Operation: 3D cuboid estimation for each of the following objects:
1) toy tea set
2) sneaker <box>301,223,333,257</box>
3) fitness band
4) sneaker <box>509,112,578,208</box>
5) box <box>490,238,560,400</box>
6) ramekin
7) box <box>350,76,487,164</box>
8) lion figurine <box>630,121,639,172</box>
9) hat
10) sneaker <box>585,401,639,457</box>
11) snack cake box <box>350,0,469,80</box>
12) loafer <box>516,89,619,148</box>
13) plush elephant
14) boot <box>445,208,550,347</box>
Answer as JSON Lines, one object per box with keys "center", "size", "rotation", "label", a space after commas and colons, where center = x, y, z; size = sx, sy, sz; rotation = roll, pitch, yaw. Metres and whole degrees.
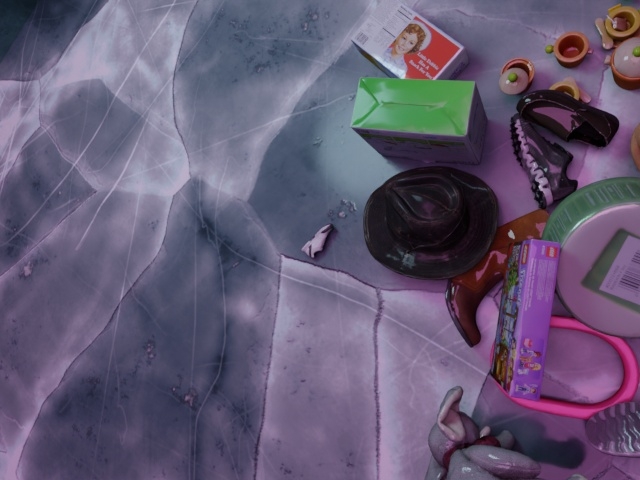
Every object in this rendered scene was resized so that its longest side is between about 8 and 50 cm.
{"center": [0.567, -0.387, 1.193], "size": [0.336, 0.124, 0.200], "rotation": [-23, 74, 19], "label": "toy tea set"}
{"center": [0.000, 0.000, 1.443], "size": [0.044, 0.040, 0.109], "rotation": [45, 105, 6], "label": "sneaker"}
{"center": [0.513, 0.266, 1.162], "size": [0.290, 0.054, 0.209], "rotation": [4, 84, 26], "label": "fitness band"}
{"center": [0.503, -0.190, 1.224], "size": [0.106, 0.078, 0.234], "rotation": [-17, 70, 8], "label": "sneaker"}
{"center": [0.402, 0.148, 1.085], "size": [0.057, 0.201, 0.293], "rotation": [8, 88, 7], "label": "box"}
{"center": [0.588, 0.039, 1.050], "size": [0.303, 0.148, 0.304], "rotation": [5, 107, 18], "label": "ramekin"}
{"center": [0.235, -0.270, 1.266], "size": [0.261, 0.231, 0.127], "rotation": [10, 87, 25], "label": "box"}
{"center": [0.738, -0.256, 1.071], "size": [0.240, 0.142, 0.392], "rotation": [43, 93, 3], "label": "lion figurine"}
{"center": [0.229, -0.072, 1.242], "size": [0.331, 0.134, 0.331], "rotation": [-12, 59, 21], "label": "hat"}
{"center": [0.664, 0.375, 1.045], "size": [0.281, 0.115, 0.105], "rotation": [-14, 44, 21], "label": "sneaker"}
{"center": [0.224, -0.482, 1.380], "size": [0.152, 0.089, 0.264], "rotation": [-47, 68, 9], "label": "snack cake box"}
{"center": [0.533, -0.260, 1.177], "size": [0.220, 0.080, 0.078], "rotation": [18, 55, 8], "label": "loafer"}
{"center": [0.324, 0.467, 1.125], "size": [0.329, 0.255, 0.272], "rotation": [10, 124, -1], "label": "plush elephant"}
{"center": [0.417, 0.086, 1.232], "size": [0.280, 0.096, 0.264], "rotation": [-16, 69, 14], "label": "boot"}
